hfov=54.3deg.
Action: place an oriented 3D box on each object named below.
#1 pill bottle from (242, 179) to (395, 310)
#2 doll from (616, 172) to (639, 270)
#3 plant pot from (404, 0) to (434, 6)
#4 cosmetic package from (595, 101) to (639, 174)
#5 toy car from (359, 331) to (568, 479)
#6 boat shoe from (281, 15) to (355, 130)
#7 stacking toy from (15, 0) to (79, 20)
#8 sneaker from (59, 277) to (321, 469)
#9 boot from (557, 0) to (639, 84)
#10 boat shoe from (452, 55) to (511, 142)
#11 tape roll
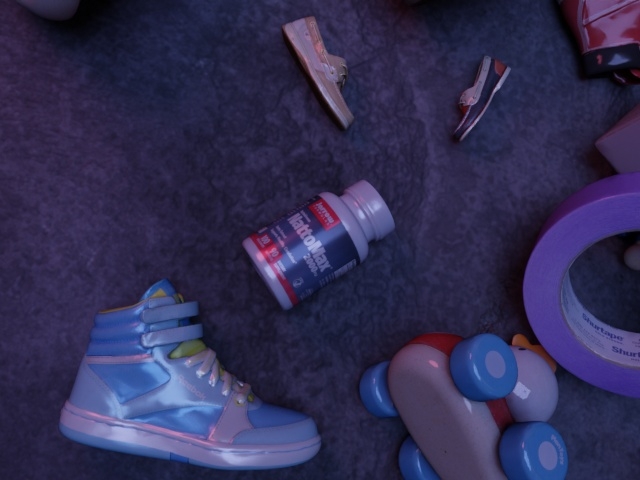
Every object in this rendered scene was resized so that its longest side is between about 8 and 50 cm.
[{"bbox_3d":[0.000,0.000,0.811,0.180,0.108,0.108,-33,88,-9],"label":"pill bottle"},{"bbox_3d":[0.450,-0.051,0.894,0.129,0.046,0.188,5,82,-13],"label":"doll"},{"bbox_3d":[0.162,-0.472,0.802,0.323,0.323,0.280,-22,104,-8],"label":"plant pot"},{"bbox_3d":[0.583,-0.183,0.842,0.366,0.155,0.197,-37,89,-19],"label":"cosmetic package"},{"bbox_3d":[0.218,0.184,0.798,0.238,0.219,0.210,-27,86,-37],"label":"toy car"},{"bbox_3d":[0.009,-0.234,0.858,0.059,0.063,0.170,-29,87,-2],"label":"boat shoe"},{"bbox_3d":[-0.206,-0.508,0.785,0.480,0.350,0.350,-28,88,-26],"label":"stacking toy"},{"bbox_3d":[-0.144,0.159,0.771,0.319,0.127,0.208,10,85,-6],"label":"sneaker"},{"bbox_3d":[0.485,-0.325,0.909,0.244,0.088,0.176,-18,87,0],"label":"boot"},{"bbox_3d":[0.220,-0.201,0.885,0.043,0.049,0.137,32,79,1],"label":"boat shoe"},{"bbox_3d":[0.400,0.057,0.775,0.275,0.090,0.274,11,117,23],"label":"tape roll"}]
